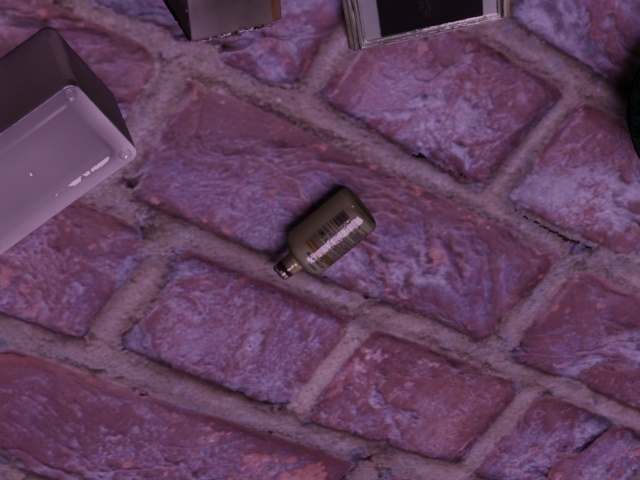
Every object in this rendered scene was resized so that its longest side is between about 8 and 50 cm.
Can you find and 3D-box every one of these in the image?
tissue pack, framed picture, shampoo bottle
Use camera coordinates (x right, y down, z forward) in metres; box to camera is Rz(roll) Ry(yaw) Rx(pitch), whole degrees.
[{"bbox_3d":[-0.383,-0.122,2.051,0.246,0.136,0.159,-35,134,4],"label":"tissue pack"},{"bbox_3d":[0.136,-0.347,2.087,0.231,0.018,0.293,-12,152,2],"label":"framed picture"},{"bbox_3d":[0.000,0.000,2.369,0.162,0.079,0.079,-40,133,10],"label":"shampoo bottle"}]

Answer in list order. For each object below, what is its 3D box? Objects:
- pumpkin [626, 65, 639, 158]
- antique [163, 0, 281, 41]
[{"bbox_3d":[0.582,-0.200,2.402,0.263,0.197,0.293,-30,128,-17],"label":"pumpkin"},{"bbox_3d":[-0.124,-0.348,1.979,0.148,0.146,0.152,-16,132,-15],"label":"antique"}]
